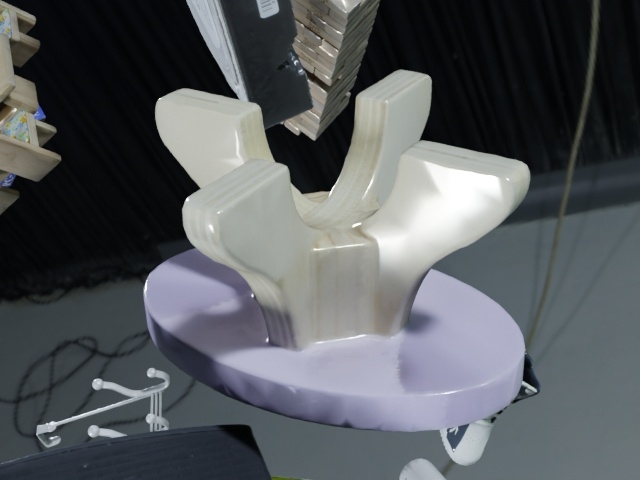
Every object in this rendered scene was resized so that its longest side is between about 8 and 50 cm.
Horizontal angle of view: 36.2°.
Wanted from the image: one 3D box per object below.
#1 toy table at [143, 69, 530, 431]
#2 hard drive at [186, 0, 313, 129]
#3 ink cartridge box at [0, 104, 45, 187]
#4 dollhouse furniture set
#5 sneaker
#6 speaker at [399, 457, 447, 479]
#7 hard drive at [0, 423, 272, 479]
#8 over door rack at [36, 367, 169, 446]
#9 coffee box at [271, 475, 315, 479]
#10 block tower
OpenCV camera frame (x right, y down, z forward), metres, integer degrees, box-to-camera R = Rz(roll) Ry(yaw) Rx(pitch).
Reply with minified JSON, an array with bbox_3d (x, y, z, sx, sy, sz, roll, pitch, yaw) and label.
[{"bbox_3d":[0.000,0.000,0.632,0.274,0.160,0.252,9,29,18],"label":"toy table"},{"bbox_3d":[-0.113,-0.289,0.849,0.064,0.237,0.339,-24,61,-6],"label":"hard drive"},{"bbox_3d":[-0.480,-0.133,1.435,0.097,0.207,0.046,-25,80,-39],"label":"ink cartridge box"},{"bbox_3d":[-0.426,-0.133,1.059,0.242,0.161,0.212,-35,56,27],"label":"dollhouse furniture set"},{"bbox_3d":[0.268,0.246,1.528,0.153,0.094,0.235,7,77,71],"label":"sneaker"},{"bbox_3d":[0.152,0.341,1.299,0.055,0.055,0.136,-34,17,-7],"label":"speaker"},{"bbox_3d":[-0.134,0.195,0.578,0.255,0.054,0.172,-9,45,-22],"label":"hard drive"},{"bbox_3d":[-0.430,0.394,1.839,0.324,0.108,0.239,-27,41,18],"label":"over door rack"},{"bbox_3d":[-0.010,0.452,0.946,0.338,0.334,0.337,12,51,-20],"label":"coffee box"},{"bbox_3d":[0.004,-0.269,1.378,0.091,0.335,0.097,37,67,8],"label":"block tower"}]
